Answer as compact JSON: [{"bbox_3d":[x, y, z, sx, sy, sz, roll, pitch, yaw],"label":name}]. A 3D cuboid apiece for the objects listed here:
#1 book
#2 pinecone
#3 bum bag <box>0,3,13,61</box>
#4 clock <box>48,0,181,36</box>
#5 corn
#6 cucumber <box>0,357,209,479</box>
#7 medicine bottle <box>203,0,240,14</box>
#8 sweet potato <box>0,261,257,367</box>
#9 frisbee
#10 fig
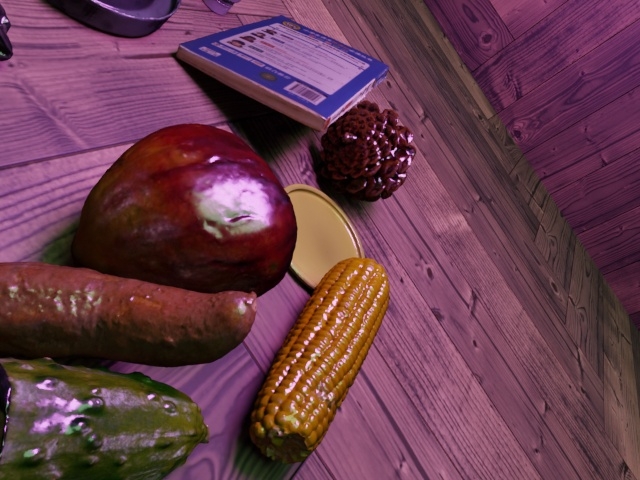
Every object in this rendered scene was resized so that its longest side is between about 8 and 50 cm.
[{"bbox_3d":[-0.046,-0.361,0.992,0.300,0.039,0.428,28,37,7],"label":"book"},{"bbox_3d":[0.101,-0.171,1.004,0.207,0.207,0.208,30,43,-33],"label":"pinecone"},{"bbox_3d":[-0.470,-0.292,0.470,0.340,0.095,0.144,11,50,-63],"label":"bum bag"},{"bbox_3d":[-0.354,-0.452,0.774,0.280,0.055,0.281,28,47,-35],"label":"clock"},{"bbox_3d":[0.010,0.147,0.703,0.120,0.120,0.363,50,41,-10],"label":"corn"},{"bbox_3d":[-0.194,0.176,0.442,0.244,0.134,0.134,24,46,-50],"label":"cucumber"},{"bbox_3d":[-0.182,-0.530,0.990,0.080,0.130,0.080,29,44,-32],"label":"medicine bottle"},{"bbox_3d":[-0.235,0.066,0.456,0.341,0.114,0.092,7,68,-11],"label":"sweet potato"},{"bbox_3d":[0.000,0.000,0.893,0.236,0.017,0.236,31,42,-33],"label":"frisbee"},{"bbox_3d":[-0.142,-0.022,0.579,0.263,0.224,0.224,-12,73,-53],"label":"fig"}]
